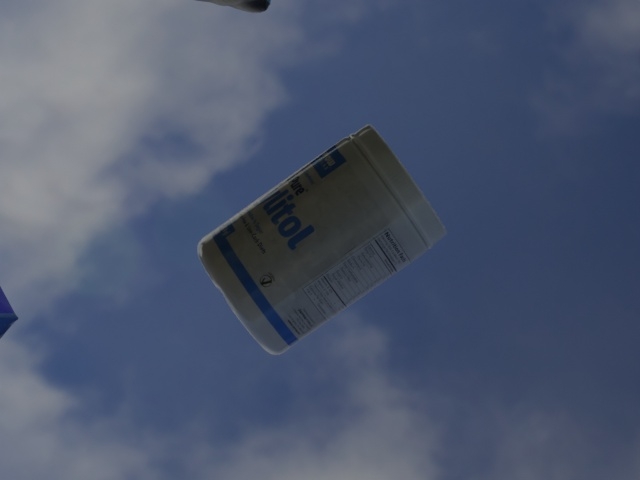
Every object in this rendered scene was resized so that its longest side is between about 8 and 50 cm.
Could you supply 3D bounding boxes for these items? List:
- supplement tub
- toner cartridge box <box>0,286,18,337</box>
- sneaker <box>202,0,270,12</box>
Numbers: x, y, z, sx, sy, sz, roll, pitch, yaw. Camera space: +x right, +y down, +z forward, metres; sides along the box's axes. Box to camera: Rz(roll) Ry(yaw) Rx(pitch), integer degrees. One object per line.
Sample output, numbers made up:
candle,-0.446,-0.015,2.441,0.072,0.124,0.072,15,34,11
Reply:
supplement tub,0.000,0.000,0.842,0.107,0.071,0.071,-36,-136,1
toner cartridge box,-0.386,0.073,1.141,0.165,0.348,0.075,-46,-117,26
sneaker,-0.012,-0.270,1.101,0.341,0.139,0.125,-35,-136,44
